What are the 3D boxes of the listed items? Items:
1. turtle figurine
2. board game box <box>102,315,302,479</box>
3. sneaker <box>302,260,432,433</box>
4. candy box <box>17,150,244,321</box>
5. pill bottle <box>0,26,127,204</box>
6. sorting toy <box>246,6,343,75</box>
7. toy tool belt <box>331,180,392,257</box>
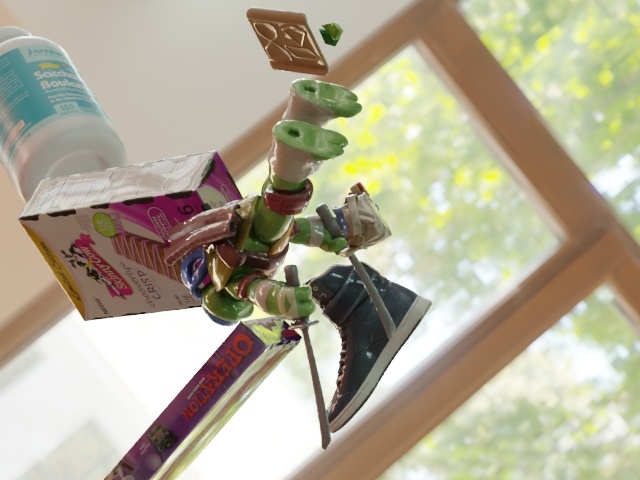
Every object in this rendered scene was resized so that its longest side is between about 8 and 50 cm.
[{"bbox_3d":[0.000,0.000,1.707,0.274,0.198,0.266,37,-51,27],"label":"turtle figurine"},{"bbox_3d":[-0.166,0.230,2.023,0.056,0.347,0.208,43,7,12],"label":"board game box"},{"bbox_3d":[0.025,0.135,2.392,0.163,0.226,0.086,33,1,0],"label":"sneaker"},{"bbox_3d":[-0.186,-0.001,1.881,0.233,0.071,0.159,-8,-52,30],"label":"candy box"},{"bbox_3d":[-0.358,-0.161,2.228,0.264,0.146,0.146,54,-9,37],"label":"pill bottle"},{"bbox_3d":[-0.013,-0.155,1.362,0.083,0.012,0.062,10,-37,32],"label":"sorting toy"},{"bbox_3d":[0.030,-0.019,1.673,0.052,0.051,0.083,49,10,-36],"label":"toy tool belt"}]
